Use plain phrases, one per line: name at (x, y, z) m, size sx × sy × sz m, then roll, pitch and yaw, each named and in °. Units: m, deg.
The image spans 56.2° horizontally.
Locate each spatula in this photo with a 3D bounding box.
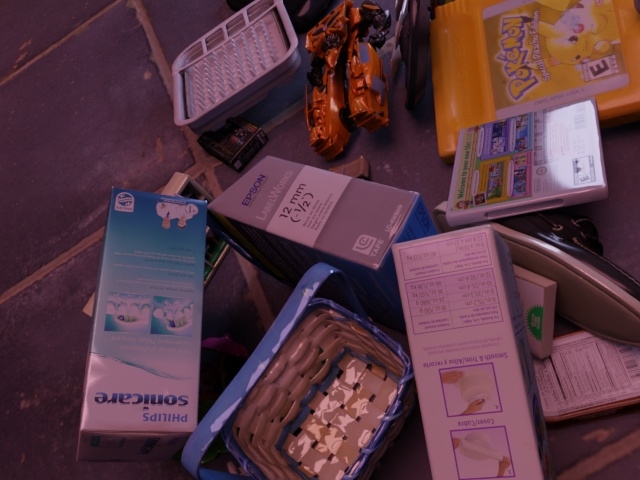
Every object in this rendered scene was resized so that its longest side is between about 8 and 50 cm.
spatula at (0.153, -0.433, 1.094) m, size 0.019 × 0.168 × 0.242 m, roll 6°, pitch 59°, yaw 13°

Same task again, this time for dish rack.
dish rack at (-0.169, -0.354, 1.221) m, size 0.285 × 0.072 × 0.333 m, roll -29°, pitch 40°, yaw 11°

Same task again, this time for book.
book at (0.232, 0.076, 0.763) m, size 0.035 × 0.096 × 0.144 m, roll -16°, pitch 23°, yaw -27°

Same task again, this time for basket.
basket at (-0.015, 0.190, 0.711) m, size 0.201 × 0.289 × 0.255 m, roll 29°, pitch 74°, yaw 31°

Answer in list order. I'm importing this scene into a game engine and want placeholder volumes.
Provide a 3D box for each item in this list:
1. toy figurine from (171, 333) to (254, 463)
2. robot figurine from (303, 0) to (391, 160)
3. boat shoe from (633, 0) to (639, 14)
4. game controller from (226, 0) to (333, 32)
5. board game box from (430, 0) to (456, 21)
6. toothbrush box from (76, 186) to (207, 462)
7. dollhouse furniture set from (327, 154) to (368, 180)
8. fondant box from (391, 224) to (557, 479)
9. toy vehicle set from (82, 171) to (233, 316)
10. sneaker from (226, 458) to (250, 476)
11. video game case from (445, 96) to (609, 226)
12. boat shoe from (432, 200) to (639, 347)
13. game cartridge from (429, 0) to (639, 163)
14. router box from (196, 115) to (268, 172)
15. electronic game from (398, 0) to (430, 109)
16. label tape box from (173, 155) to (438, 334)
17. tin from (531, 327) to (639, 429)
toy figurine at (-0.158, 0.223, 0.900) m, size 0.173 × 0.130 × 0.159 m, roll -45°, pitch 33°, yaw 27°
robot figurine at (0.041, -0.303, 1.078) m, size 0.211 × 0.085 × 0.291 m, roll -28°, pitch 56°, yaw 40°
boat shoe at (0.587, -0.305, 0.767) m, size 0.335 × 0.121 × 0.119 m, roll 30°, pitch 82°, yaw 12°
game controller at (-0.092, -0.574, 1.370) m, size 0.319 × 0.067 × 0.167 m, roll 34°, pitch 94°, yaw 38°
board game box at (0.220, -0.480, 1.057) m, size 0.035 × 0.201 × 0.136 m, roll 13°, pitch 67°, yaw 28°
toothbrush box at (-0.229, 0.117, 0.770) m, size 0.126 × 0.216 × 0.296 m, roll 7°, pitch 62°, yaw -20°
dollhouse furniture set at (0.054, -0.073, 1.007) m, size 0.076 × 0.059 × 0.152 m, roll -23°, pitch 34°, yaw 22°
fondant box at (0.169, 0.164, 0.601) m, size 0.096 × 0.238 × 0.331 m, roll -13°, pitch 80°, yaw 19°
toy vehicle set at (-0.252, 0.042, 0.999) m, size 0.035 × 0.166 × 0.267 m, roll 18°, pitch 71°, yaw 36°
sneaker at (-0.081, 0.337, 0.813) m, size 0.058 × 0.052 × 0.135 m, roll -24°, pitch 30°, yaw -28°
video game case at (0.274, -0.108, 0.806) m, size 0.193 × 0.023 × 0.212 m, roll -10°, pitch 38°, yaw 28°
boat shoe at (0.296, 0.008, 0.767) m, size 0.113 × 0.127 × 0.340 m, roll -39°, pitch 35°, yaw -13°
game cartridge at (0.331, -0.287, 0.931) m, size 0.323 × 0.052 × 0.286 m, roll -11°, pitch 69°, yaw 25°
router box at (-0.175, -0.199, 1.187) m, size 0.122 × 0.038 × 0.092 m, roll 34°, pitch 80°, yaw 37°
electronic game at (0.153, -0.333, 0.989) m, size 0.048 × 0.229 × 0.229 m, roll 2°, pitch 61°, yaw 7°
label tape box at (0.000, 0.000, 0.845) m, size 0.347 × 0.249 × 0.115 m, roll 21°, pitch 73°, yaw 34°
tin at (0.317, 0.161, 0.726) m, size 0.189 × 0.040 × 0.106 m, roll -19°, pitch 50°, yaw 15°
